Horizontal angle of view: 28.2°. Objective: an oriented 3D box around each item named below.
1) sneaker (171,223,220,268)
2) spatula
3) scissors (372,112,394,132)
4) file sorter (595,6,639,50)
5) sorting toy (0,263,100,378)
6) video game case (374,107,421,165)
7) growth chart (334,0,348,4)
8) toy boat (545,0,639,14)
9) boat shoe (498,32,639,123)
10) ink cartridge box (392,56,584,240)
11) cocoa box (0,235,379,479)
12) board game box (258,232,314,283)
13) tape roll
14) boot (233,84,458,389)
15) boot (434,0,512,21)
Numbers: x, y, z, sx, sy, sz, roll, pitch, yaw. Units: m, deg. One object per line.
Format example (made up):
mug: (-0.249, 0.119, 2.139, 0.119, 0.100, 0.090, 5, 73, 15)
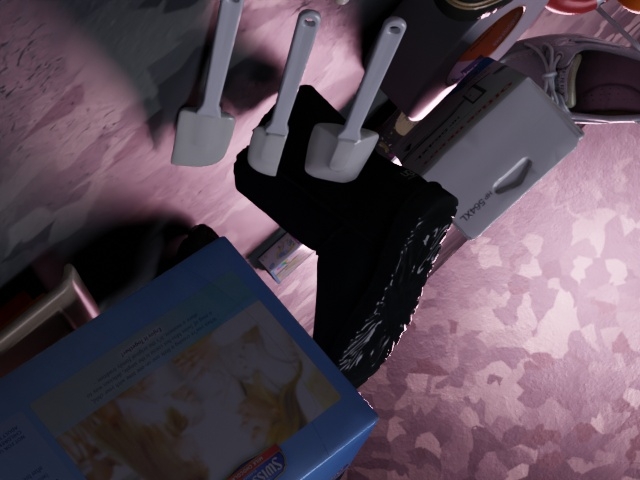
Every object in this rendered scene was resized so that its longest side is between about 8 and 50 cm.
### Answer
sneaker: (-0.147, 0.081, 1.381, 0.162, 0.106, 0.281, -39, 170, -6)
spatula: (-0.023, -0.116, 1.011, 0.242, 0.168, 0.019, 114, -16, -58)
scissors: (0.154, -0.188, 1.638, 0.297, 0.021, 0.109, -39, 167, -10)
file sorter: (0.458, -0.381, 1.579, 0.277, 0.173, 0.193, -48, 168, 28)
sorting toy: (-0.284, 0.104, 1.123, 0.196, 0.047, 0.347, -44, 170, -13)
video game case: (0.111, -0.111, 1.618, 0.210, 0.042, 0.232, -48, 167, 15)
growth chart: (0.112, -0.283, 1.107, 0.237, 0.021, 0.172, -31, 165, -46)
toy boat: (0.312, -0.305, 1.355, 0.151, 0.151, 0.231, -31, 167, -8)
boat shoe: (0.370, -0.207, 1.666, 0.103, 0.320, 0.118, -15, 116, -69)
ink cartridge box: (0.160, -0.097, 1.264, 0.148, 0.086, 0.203, -44, -169, 6)
cocoa box: (-0.162, 0.208, 1.137, 0.347, 0.231, 0.228, -34, 164, -26)
board game box: (-0.014, -0.008, 1.720, 0.154, 0.026, 0.103, -42, 170, -5)
tape roll: (0.148, -0.226, 1.323, 0.219, 0.072, 0.219, -41, 170, -9)
boot: (0.000, 0.000, 1.205, 0.094, 0.207, 0.246, -13, 133, -50)
boot: (0.200, -0.289, 1.160, 0.198, 0.077, 0.137, -38, 165, -25)
